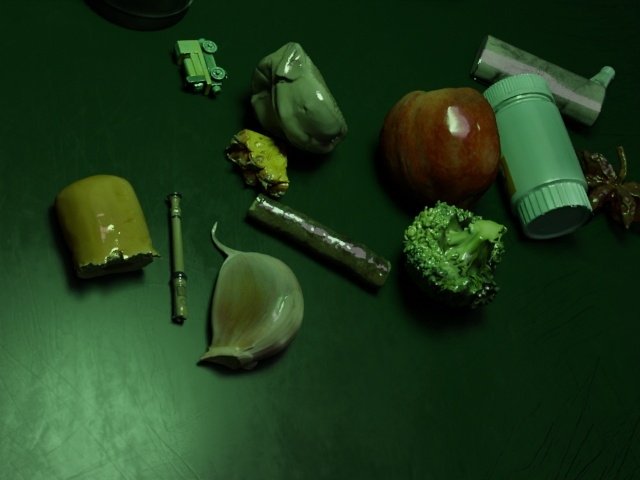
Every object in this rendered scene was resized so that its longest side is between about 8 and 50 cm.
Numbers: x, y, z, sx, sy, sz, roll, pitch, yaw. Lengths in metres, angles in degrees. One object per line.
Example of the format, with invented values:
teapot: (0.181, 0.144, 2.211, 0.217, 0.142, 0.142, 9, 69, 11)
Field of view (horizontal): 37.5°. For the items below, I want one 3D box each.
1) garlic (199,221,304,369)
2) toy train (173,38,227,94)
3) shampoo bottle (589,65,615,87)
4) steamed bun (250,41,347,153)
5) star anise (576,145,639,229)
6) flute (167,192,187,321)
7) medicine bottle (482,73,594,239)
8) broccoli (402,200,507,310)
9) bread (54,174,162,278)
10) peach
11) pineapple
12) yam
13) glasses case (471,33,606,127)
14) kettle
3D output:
garlic: (-0.101, 0.079, 1.539, 0.148, 0.128, 0.266, 22, 41, -28)
toy train: (-0.223, -0.324, 1.753, 0.081, 0.050, 0.122, -6, 64, -25)
shampoo bottle: (0.645, -0.357, 2.226, 0.069, 0.041, 0.191, 40, 50, 5)
steamed bun: (-0.052, -0.250, 1.716, 0.144, 0.211, 0.218, -29, 73, 6)
star anise: (0.630, -0.102, 2.021, 0.212, 0.111, 0.196, 38, 57, -9)
flute: (-0.232, 0.025, 1.538, 0.027, 0.027, 0.233, 6, 57, -24)
medicine bottle: (0.437, -0.168, 1.923, 0.158, 0.158, 0.318, 3, 59, -26)
broccoli: (0.250, 0.028, 1.693, 0.226, 0.176, 0.198, -9, 68, -15)
bread: (-0.336, -0.026, 1.478, 0.134, 0.085, 0.173, -11, 66, -33)
peach: (0.231, -0.159, 1.782, 0.232, 0.232, 0.257, -3, 95, -29)
pineapple: (-0.100, -0.139, 1.695, 0.137, 0.069, 0.116, 53, 46, 0)
yam: (0.000, 0.000, 1.656, 0.274, 0.061, 0.061, 29, 51, -7)
glasses case: (0.488, -0.357, 2.107, 0.299, 0.060, 0.114, 23, 70, -5)
kettle: (-0.312, -0.605, 1.709, 0.228, 0.324, 0.321, -10, 65, -32)
